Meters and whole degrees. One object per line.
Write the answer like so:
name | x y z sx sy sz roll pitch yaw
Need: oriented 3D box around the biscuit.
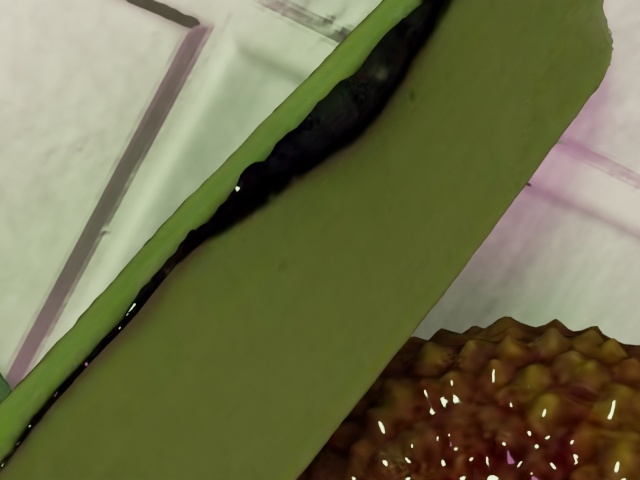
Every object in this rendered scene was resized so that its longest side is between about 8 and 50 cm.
biscuit | 0.000 0.000 0.455 0.322 0.038 0.099 -50 132 -31

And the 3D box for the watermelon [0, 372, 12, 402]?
watermelon | -0.132 0.060 0.455 0.136 0.202 0.207 -34 139 -43

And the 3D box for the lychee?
lychee | 0.098 0.161 0.549 0.271 0.271 0.271 -9 118 -17
